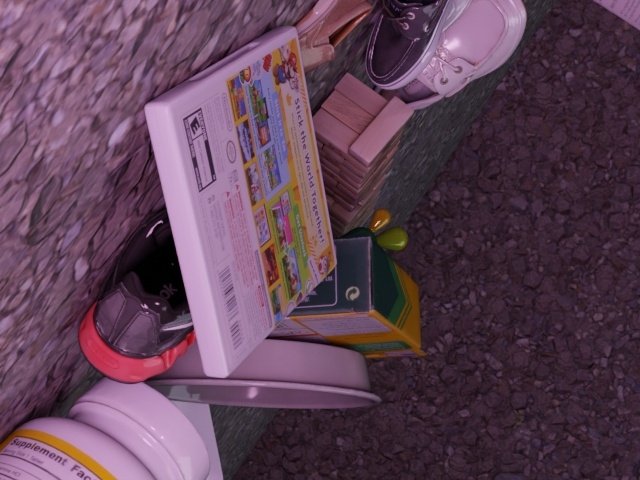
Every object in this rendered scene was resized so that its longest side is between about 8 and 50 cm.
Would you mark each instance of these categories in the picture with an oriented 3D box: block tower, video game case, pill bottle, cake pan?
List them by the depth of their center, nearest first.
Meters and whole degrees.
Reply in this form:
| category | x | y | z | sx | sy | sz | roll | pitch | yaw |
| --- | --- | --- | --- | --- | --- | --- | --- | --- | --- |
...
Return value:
| category | x | y | z | sx | sy | sz | roll | pitch | yaw |
| --- | --- | --- | --- | --- | --- | --- | --- | --- | --- |
| video game case | -0.056 | -0.037 | 0.966 | 0.206 | 0.026 | 0.227 | -44 | 130 | -53 |
| pill bottle | -0.248 | 0.278 | 1.038 | 0.334 | 0.188 | 0.188 | -48 | 170 | -39 |
| cake pan | -0.076 | 0.154 | 1.359 | 0.293 | 0.293 | 0.054 | 88 | 4 | -77 |
| block tower | 0.027 | -0.085 | 1.483 | 0.091 | 0.097 | 0.335 | -51 | 174 | -21 |

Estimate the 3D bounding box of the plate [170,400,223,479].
| category | x | y | z | sx | sy | sz | roll | pitch | yaw |
| --- | --- | --- | --- | --- | --- | --- | --- | --- | --- |
| plate | -0.231 | 0.307 | 1.499 | 0.278 | 0.045 | 0.277 | -48 | 146 | -40 |

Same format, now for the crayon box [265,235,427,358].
| category | x | y | z | sx | sy | sz | roll | pitch | yaw |
| --- | --- | --- | --- | --- | --- | --- | --- | --- | --- |
| crayon box | -0.007 | 0.074 | 1.322 | 0.323 | 0.203 | 0.083 | 42 | 45 | -70 |

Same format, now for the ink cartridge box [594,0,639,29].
| category | x | y | z | sx | sy | sz | roll | pitch | yaw |
| --- | --- | --- | --- | --- | --- | --- | --- | --- | --- |
| ink cartridge box | 0.274 | -0.362 | 1.098 | 0.197 | 0.270 | 0.198 | -55 | 172 | -8 |

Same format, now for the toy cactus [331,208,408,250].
| category | x | y | z | sx | sy | sz | roll | pitch | yaw |
| --- | --- | --- | --- | --- | --- | --- | --- | --- | --- |
| toy cactus | 0.000 | 0.000 | 1.384 | 0.180 | 0.219 | 0.112 | 136 | -42 | -87 |

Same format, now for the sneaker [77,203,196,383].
| category | x | y | z | sx | sy | sz | roll | pitch | yaw |
| --- | --- | --- | --- | --- | --- | --- | --- | --- | --- |
| sneaker | -0.103 | 0.009 | 1.075 | 0.276 | 0.097 | 0.135 | -46 | 171 | -39 |

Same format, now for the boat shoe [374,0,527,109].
| category | x | y | z | sx | sy | sz | roll | pitch | yaw |
| --- | --- | --- | --- | --- | --- | --- | --- | --- | --- |
| boat shoe | 0.153 | -0.225 | 1.493 | 0.096 | 0.098 | 0.277 | -35 | 177 | -33 |

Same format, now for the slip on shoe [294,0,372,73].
| category | x | y | z | sx | sy | sz | roll | pitch | yaw |
| --- | --- | --- | --- | --- | --- | --- | --- | --- | --- |
| slip on shoe | -0.005 | -0.176 | 1.075 | 0.135 | 0.041 | 0.051 | -52 | 172 | -16 |

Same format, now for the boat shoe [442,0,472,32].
| category | x | y | z | sx | sy | sz | roll | pitch | yaw |
| --- | --- | --- | --- | --- | --- | --- | --- | --- | --- |
| boat shoe | 0.121 | -0.269 | 1.385 | 0.184 | 0.066 | 0.063 | -45 | 174 | 4 |

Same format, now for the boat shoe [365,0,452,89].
| category | x | y | z | sx | sy | sz | roll | pitch | yaw |
| --- | --- | --- | --- | --- | --- | --- | --- | --- | --- |
| boat shoe | 0.104 | -0.260 | 1.267 | 0.076 | 0.080 | 0.228 | -11 | 143 | -53 |
